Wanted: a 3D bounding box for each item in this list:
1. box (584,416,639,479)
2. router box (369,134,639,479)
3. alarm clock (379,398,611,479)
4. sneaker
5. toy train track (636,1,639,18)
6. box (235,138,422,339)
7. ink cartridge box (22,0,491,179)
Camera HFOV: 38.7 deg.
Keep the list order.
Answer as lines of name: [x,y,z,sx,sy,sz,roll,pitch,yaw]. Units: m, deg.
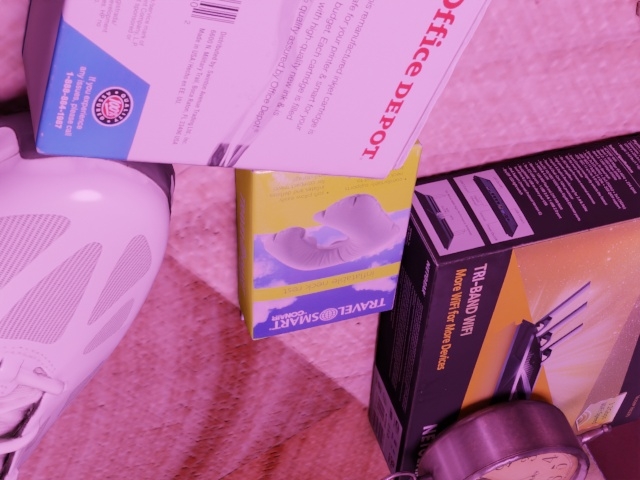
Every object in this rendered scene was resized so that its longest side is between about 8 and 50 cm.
box: [0.409,0.198,0.923,0.168,0.167,0.203,10,130,-34]
router box: [0.171,0.065,0.728,0.242,0.081,0.309,-13,140,-12]
alarm clock: [0.125,0.181,0.721,0.192,0.064,0.129,-5,138,-24]
sneaker: [-0.202,0.154,0.511,0.169,0.257,0.447,18,125,-39]
toy train track: [0.239,-0.154,0.568,0.083,0.014,0.048,-19,140,-5]
box: [0.000,0.000,0.605,0.109,0.042,0.178,-11,138,-14]
ink cartridge box: [-0.033,-0.109,0.436,0.190,0.082,0.140,1,135,-28]
